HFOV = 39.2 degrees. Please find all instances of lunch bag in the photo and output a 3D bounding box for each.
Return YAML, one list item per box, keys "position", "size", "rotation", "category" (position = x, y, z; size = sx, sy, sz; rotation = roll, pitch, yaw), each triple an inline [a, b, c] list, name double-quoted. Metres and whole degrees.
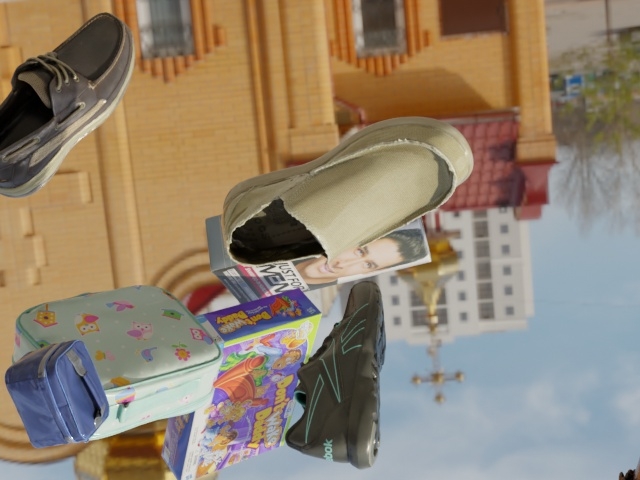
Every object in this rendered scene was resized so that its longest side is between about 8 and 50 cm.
- position: [-0.242, 0.148, 0.849]
  size: [0.065, 0.098, 0.067]
  rotation: [-15, -164, 17]
  category: "lunch bag"
- position: [-0.295, 0.177, 1.307]
  size: [0.279, 0.108, 0.224]
  rotation: [-11, -138, -44]
  category: "lunch bag"

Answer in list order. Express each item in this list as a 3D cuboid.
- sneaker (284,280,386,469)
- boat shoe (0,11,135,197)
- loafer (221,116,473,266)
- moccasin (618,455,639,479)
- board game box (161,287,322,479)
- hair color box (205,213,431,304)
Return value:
- position: [0.024, 0.147, 1.080]
  size: [0.106, 0.101, 0.267]
  rotation: [-1, -140, 10]
  category: "sneaker"
- position: [-0.428, -0.232, 1.459]
  size: [0.132, 0.355, 0.130]
  rotation: [28, 167, 14]
  category: "boat shoe"
- position: [0.018, -0.031, 0.847]
  size: [0.268, 0.102, 0.092]
  rotation: [-20, -146, 28]
  category: "loafer"
- position: [0.341, 0.345, 0.985]
  size: [0.147, 0.380, 0.139]
  rotation: [10, -168, 30]
  category: "moccasin"
- position: [-0.147, 0.264, 1.623]
  size: [0.233, 0.347, 0.078]
  rotation: [-14, -136, -35]
  category: "board game box"
- position: [0.000, 0.000, 1.638]
  size: [0.374, 0.114, 0.185]
  rotation: [-15, 153, 8]
  category: "hair color box"
